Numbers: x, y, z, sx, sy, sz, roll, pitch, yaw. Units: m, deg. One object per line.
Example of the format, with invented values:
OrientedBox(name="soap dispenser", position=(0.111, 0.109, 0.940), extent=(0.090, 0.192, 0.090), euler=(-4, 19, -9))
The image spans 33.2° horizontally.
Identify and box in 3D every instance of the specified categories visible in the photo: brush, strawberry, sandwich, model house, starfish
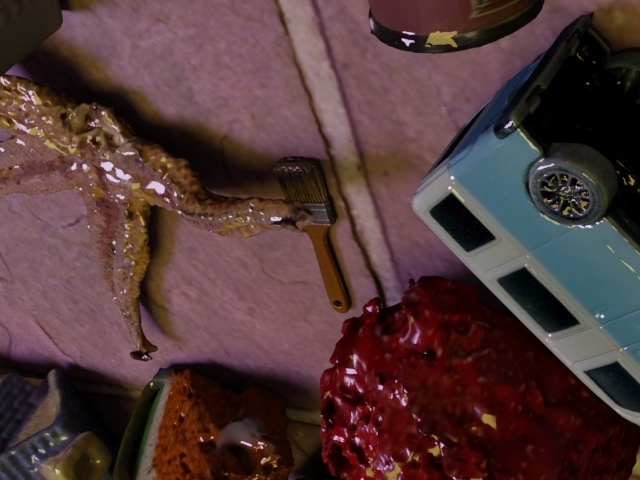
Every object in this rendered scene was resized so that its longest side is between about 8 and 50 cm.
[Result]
OrientedBox(name="brush", position=(0.000, 0.000, 0.932), extent=(0.043, 0.014, 0.169), euler=(4, 132, 28))
OrientedBox(name="strawberry", position=(0.113, 0.168, 0.861), extent=(0.274, 0.220, 0.274), euler=(15, 133, 16))
OrientedBox(name="sandwich", position=(-0.118, 0.239, 1.089), extent=(0.109, 0.292, 0.212), euler=(37, 102, -30))
OrientedBox(name="model house", position=(-0.343, 0.316, 1.269), extent=(0.266, 0.261, 0.321), euler=(-2, 131, 31))
OrientedBox(name="starfish", position=(-0.232, -0.034, 0.967), extent=(0.398, 0.132, 0.383), euler=(23, 146, -7))

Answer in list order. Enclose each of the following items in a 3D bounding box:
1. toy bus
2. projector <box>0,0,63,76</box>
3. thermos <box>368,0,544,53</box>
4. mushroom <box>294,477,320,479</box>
OrientedBox(name="toy bus", position=(0.201, 0.008, 0.721), extent=(0.271, 0.133, 0.165), euler=(45, 143, -7))
OrientedBox(name="projector", position=(-0.311, -0.197, 0.770), extent=(0.108, 0.250, 0.198), euler=(16, 136, 21))
OrientedBox(name="thermos", position=(0.049, -0.279, 0.582), extent=(0.110, 0.136, 0.330), euler=(-11, 126, 6))
OrientedBox(name="mushroom", position=(0.019, 0.365, 1.144), extent=(0.164, 0.189, 0.267), euler=(12, 124, -5))
